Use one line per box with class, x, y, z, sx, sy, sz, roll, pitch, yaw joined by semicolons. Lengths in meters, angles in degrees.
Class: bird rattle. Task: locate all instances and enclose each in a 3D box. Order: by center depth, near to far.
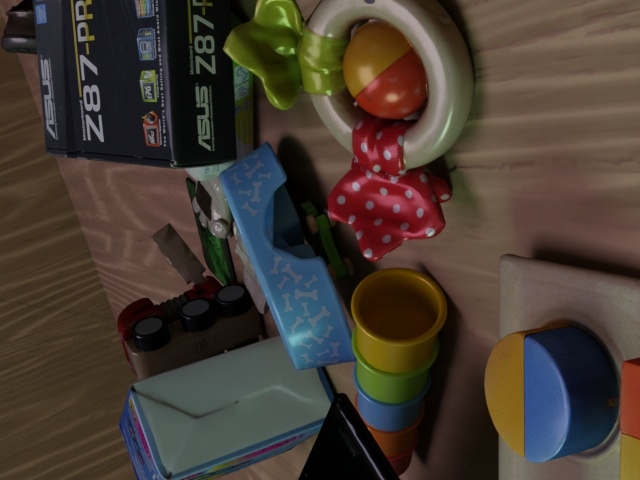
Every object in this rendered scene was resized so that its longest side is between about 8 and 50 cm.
bird rattle;0.042;-0.120;0.834;0.207;0.143;0.253;-39;76;52

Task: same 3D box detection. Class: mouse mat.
mouse mat;-0.185;-0.004;1.687;0.152;0.007;0.190;37;145;54

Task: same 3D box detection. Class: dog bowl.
dog bowl;-0.044;0.023;1.181;0.166;0.074;0.297;79;169;-63

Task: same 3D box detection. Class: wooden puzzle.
wooden puzzle;0.204;0.188;0.658;0.348;0.080;0.322;-164;71;-64

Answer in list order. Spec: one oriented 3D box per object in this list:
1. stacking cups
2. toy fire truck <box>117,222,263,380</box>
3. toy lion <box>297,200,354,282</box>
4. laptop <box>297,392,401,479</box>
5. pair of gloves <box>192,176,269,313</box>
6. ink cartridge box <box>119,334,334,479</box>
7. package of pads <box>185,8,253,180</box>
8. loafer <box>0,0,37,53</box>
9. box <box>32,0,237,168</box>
stacking cups;0.081;0.158;1.081;0.096;0.096;0.316;54;161;33
toy fire truck;-0.241;0.101;1.629;0.246;0.217;0.158;41;147;53
toy lion;0.000;0.000;1.190;0.096;0.034;0.100;178;71;-76
laptop;0.152;0.383;1.005;0.382;0.236;0.408;55;145;31
pair of gloves;-0.131;-0.020;1.483;0.240;0.042;0.204;59;158;21
ink cartridge box;-0.157;0.282;1.522;0.395;0.270;0.151;129;123;-67
package of pads;-0.191;-0.249;1.314;0.296;0.101;0.229;54;155;35
loafer;-0.358;-0.351;1.413;0.366;0.134;0.130;-80;-5;-65
box;-0.225;-0.289;1.135;0.318;0.097;0.395;12;107;50
